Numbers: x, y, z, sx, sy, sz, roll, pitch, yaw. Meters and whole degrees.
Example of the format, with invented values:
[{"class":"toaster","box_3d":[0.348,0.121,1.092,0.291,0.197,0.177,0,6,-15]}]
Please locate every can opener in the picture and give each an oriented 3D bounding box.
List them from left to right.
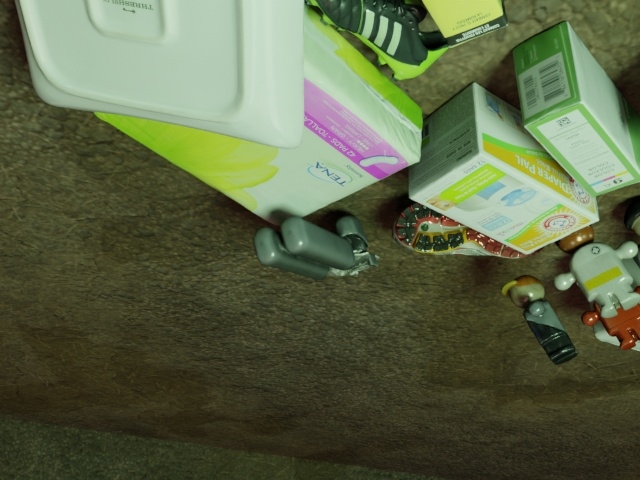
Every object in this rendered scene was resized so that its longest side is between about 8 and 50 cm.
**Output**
[{"class":"can opener","box_3d":[0.000,0.000,0.871,0.076,0.095,0.283,-22,162,19]}]

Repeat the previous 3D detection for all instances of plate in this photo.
[{"class":"plate","box_3d":[-0.148,-0.207,0.530,0.278,0.045,0.277,13,131,12]}]

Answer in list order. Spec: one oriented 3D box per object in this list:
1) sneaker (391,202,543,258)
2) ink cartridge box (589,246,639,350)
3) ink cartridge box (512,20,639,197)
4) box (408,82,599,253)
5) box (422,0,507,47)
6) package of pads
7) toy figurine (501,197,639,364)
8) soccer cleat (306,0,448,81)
[{"class":"sneaker","box_3d":[0.208,-0.020,0.917,0.226,0.088,0.093,4,176,-8]},{"class":"ink cartridge box","box_3d":[0.571,0.072,0.977,0.197,0.114,0.273,16,147,-20]},{"class":"ink cartridge box","box_3d":[0.288,-0.120,0.696,0.062,0.108,0.209,-24,140,38]},{"class":"box","box_3d":[0.217,-0.078,0.779,0.203,0.103,0.114,23,145,-28]},{"class":"box","box_3d":[0.077,-0.263,0.507,0.058,0.087,0.232,-15,145,29]},{"class":"package of pads","box_3d":[-0.064,-0.140,0.710,0.229,0.101,0.297,-24,139,37]},{"class":"toy figurine","box_3d":[0.378,0.052,0.881,0.210,0.148,0.213,-8,146,-19]},{"class":"soccer cleat","box_3d":[0.053,-0.218,0.619,0.072,0.060,0.179,-32,141,31]}]
